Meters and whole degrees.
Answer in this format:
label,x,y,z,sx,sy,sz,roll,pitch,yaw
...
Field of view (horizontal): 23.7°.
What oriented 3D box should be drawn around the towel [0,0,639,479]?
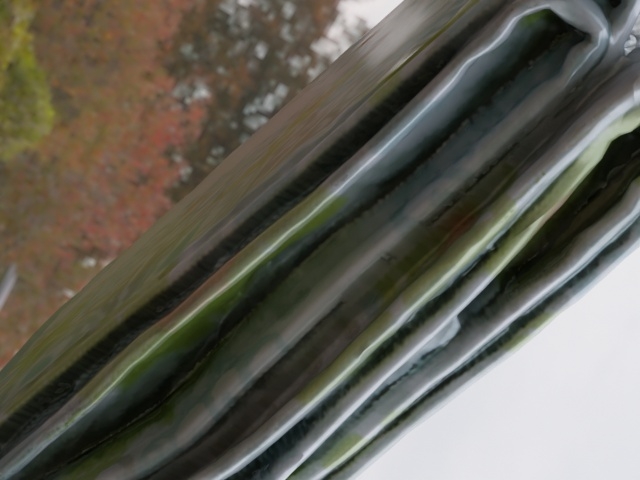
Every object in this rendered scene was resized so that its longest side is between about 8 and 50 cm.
label,x,y,z,sx,sy,sz,roll,pitch,yaw
towel,0.000,0.000,0.590,0.320,0.090,0.374,-39,-172,15
